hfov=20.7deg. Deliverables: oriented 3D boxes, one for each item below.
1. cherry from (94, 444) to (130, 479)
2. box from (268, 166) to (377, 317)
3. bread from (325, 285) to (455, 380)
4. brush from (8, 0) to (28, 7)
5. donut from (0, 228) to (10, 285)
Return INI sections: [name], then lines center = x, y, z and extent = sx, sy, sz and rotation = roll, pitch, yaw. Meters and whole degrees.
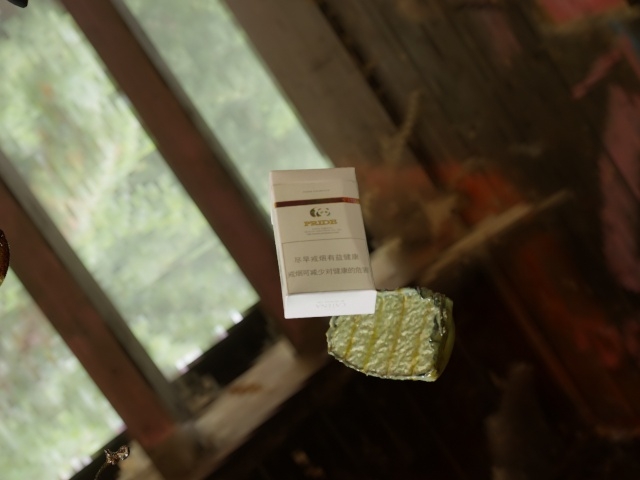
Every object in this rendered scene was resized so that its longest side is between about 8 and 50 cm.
[cherry]
center = -0.266, 0.342, 2.083
extent = 0.107, 0.090, 0.225
rotation = 121, -19, -63
[box]
center = 0.000, 0.000, 1.618
extent = 0.084, 0.040, 0.154
rotation = -4, -131, -5
[bread]
center = 0.096, 0.104, 1.827
extent = 0.156, 0.110, 0.103
rotation = 11, -100, 45
[brush]
center = -0.314, -0.325, 1.790
extent = 0.016, 0.063, 0.193
rotation = -16, -125, 30
[donut]
center = -0.366, 0.008, 1.702
extent = 0.140, 0.140, 0.059
rotation = -40, -163, -21
